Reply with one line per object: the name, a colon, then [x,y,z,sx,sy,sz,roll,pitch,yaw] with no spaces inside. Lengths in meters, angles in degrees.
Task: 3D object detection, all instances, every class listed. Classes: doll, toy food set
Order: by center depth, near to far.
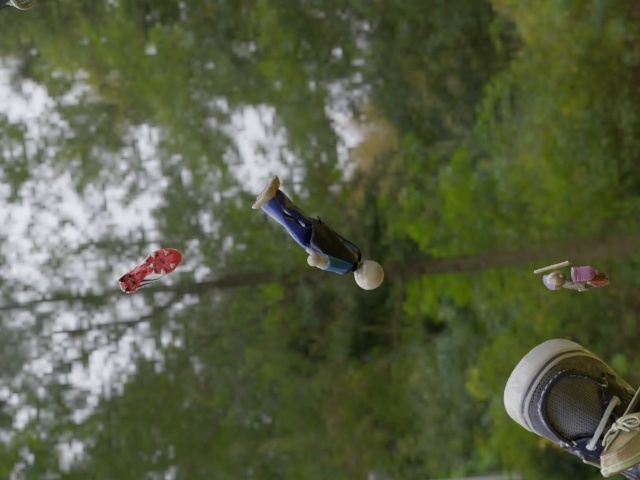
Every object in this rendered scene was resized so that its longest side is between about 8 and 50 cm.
doll: [0.000,0.000,1.738,0.189,0.046,0.129,39,-160,-7]
toy food set: [0.340,0.053,1.821,0.122,0.078,0.019,14,-115,-44]

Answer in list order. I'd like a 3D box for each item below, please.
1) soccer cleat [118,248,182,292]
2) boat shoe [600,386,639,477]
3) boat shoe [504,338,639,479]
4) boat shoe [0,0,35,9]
soccer cleat: [-0.180,0.031,1.480,0.029,0.083,0.035,60,-157,4]
boat shoe: [0.292,0.164,1.264,0.153,0.056,0.048,-34,-91,-42]
boat shoe: [0.366,0.226,1.705,0.340,0.158,0.127,24,-84,-51]
boat shoe: [-0.262,-0.231,1.136,0.254,0.079,0.095,-25,-85,-48]
